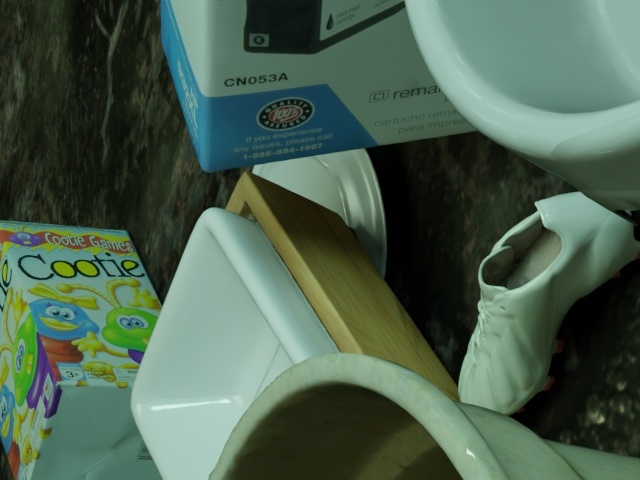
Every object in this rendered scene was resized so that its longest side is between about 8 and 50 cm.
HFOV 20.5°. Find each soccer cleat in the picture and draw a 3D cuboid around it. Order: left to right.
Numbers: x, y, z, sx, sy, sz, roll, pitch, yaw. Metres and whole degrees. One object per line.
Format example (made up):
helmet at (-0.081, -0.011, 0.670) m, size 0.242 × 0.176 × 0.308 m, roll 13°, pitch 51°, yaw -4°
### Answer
soccer cleat at (0.117, 0.038, 1.048) m, size 0.196 × 0.076 × 0.068 m, roll -60°, pitch 35°, yaw 42°

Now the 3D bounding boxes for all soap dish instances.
soap dish at (-0.008, 0.129, 1.199) m, size 0.291 × 0.118 × 0.229 m, roll 57°, pitch 136°, yaw 38°

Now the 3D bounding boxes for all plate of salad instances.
plate of salad at (0.000, 0.000, 1.331) m, size 0.200 × 0.048 × 0.200 m, roll 4°, pitch 95°, yaw 56°

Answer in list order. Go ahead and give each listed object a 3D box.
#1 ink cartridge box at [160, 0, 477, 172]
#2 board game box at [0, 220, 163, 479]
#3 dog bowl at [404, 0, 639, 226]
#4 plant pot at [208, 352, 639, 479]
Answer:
ink cartridge box at (0.027, -0.198, 1.013) m, size 0.307 × 0.223 × 0.129 m, roll 96°, pitch 162°, yaw -51°
board game box at (-0.231, 0.115, 1.681) m, size 0.275 × 0.142 × 0.144 m, roll 57°, pitch 135°, yaw 52°
dog bowl at (0.154, -0.170, 0.663) m, size 0.349 × 0.102 × 0.349 m, roll -28°, pitch 56°, yaw 52°
plant pot at (0.135, 0.217, 0.716) m, size 0.334 × 0.305 × 0.334 m, roll -176°, pitch 90°, yaw -65°
